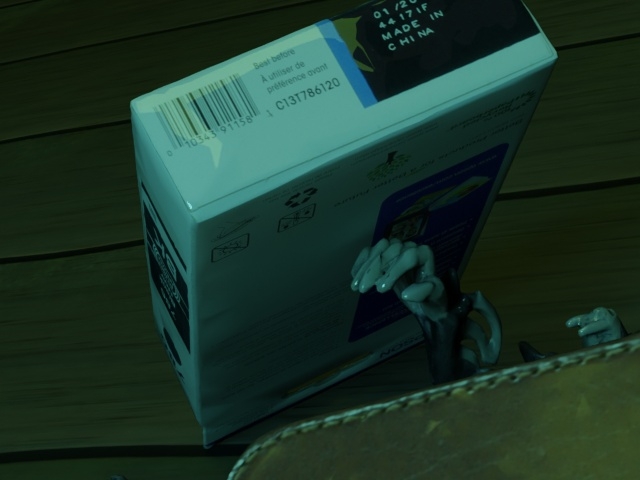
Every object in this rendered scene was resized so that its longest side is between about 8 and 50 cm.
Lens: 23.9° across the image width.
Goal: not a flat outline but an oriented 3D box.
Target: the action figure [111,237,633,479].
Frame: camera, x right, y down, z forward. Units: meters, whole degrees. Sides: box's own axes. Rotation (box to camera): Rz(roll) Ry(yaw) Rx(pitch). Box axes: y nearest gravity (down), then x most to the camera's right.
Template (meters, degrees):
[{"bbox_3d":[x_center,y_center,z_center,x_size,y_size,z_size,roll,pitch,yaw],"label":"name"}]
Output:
[{"bbox_3d":[0.061,0.090,0.640,0.275,0.141,0.164,-26,39,-15],"label":"action figure"}]

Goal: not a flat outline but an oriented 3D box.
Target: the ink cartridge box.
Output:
[{"bbox_3d":[0.000,0.000,0.729,0.165,0.065,0.333,-25,-20,-14],"label":"ink cartridge box"}]

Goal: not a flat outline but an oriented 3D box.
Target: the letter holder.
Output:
[{"bbox_3d":[0.013,0.197,0.311,0.214,0.152,0.302,-15,43,14],"label":"letter holder"}]
